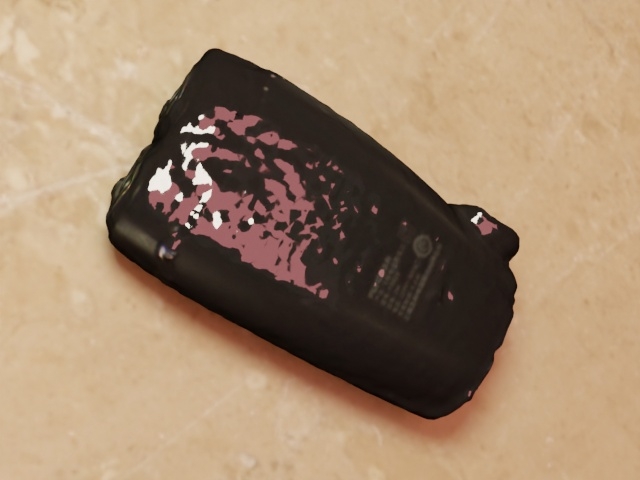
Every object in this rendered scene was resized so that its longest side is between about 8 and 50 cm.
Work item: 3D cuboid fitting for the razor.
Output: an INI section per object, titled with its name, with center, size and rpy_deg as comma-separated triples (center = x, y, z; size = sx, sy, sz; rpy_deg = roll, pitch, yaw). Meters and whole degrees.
[razor]
center = 0.003, 0.000, 1.230
size = 0.327, 0.107, 0.189
rpy_deg = 31, 73, -19
